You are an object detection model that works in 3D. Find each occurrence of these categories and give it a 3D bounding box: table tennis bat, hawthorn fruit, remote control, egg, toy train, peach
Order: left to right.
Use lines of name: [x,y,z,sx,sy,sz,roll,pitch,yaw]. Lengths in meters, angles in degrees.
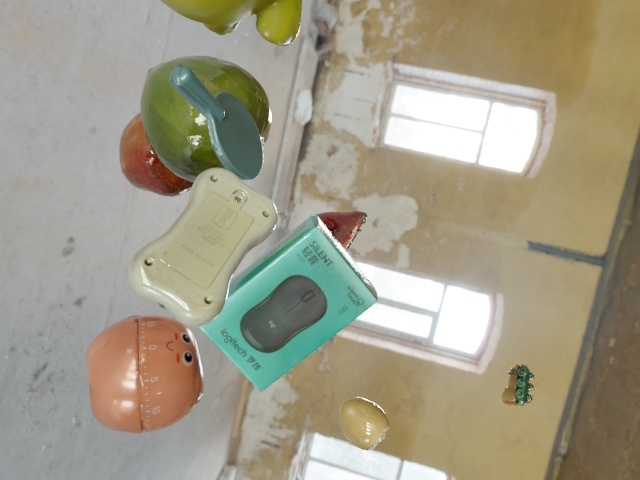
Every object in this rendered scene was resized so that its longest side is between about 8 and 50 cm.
hawthorn fruit: [-0.474,-0.264,1.531,0.275,0.299,0.276,10,76,-45]
remote control: [-0.086,0.003,0.384,0.122,0.074,0.032,-59,-171,-32]
table tennis bat: [-0.163,-0.200,0.855,0.244,0.040,0.153,44,40,-52]
peach: [-0.004,-0.001,1.276,0.279,0.068,0.189,-39,-144,28]
egg: [0.074,0.319,0.894,0.080,0.096,0.080,-34,153,-20]
toy train: [0.490,0.358,1.258,0.064,0.044,0.103,-22,-138,52]

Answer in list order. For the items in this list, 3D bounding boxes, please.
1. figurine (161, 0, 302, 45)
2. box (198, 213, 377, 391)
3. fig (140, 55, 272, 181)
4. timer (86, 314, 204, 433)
figurine: [-0.102,-0.393,0.589,0.340,0.323,0.232,-22,-143,47]
box: [-0.066,0.124,1.015,0.311,0.205,0.118,-38,-164,3]
fig: [-0.281,-0.294,1.180,0.316,0.316,0.316,14,90,-81]
timer: [-0.345,0.261,1.010,0.229,0.214,0.230,175,-90,-65]
